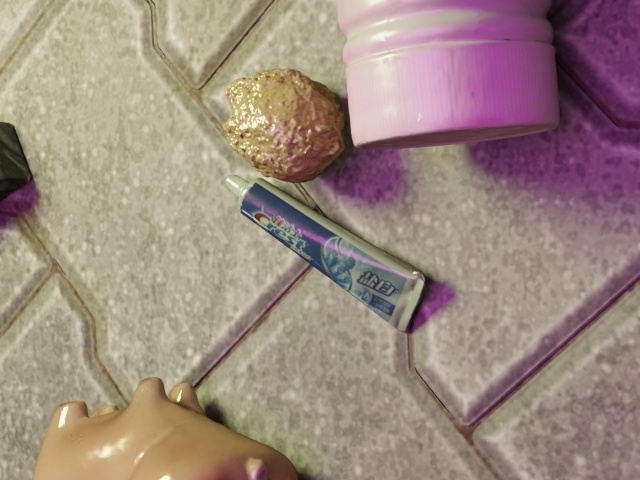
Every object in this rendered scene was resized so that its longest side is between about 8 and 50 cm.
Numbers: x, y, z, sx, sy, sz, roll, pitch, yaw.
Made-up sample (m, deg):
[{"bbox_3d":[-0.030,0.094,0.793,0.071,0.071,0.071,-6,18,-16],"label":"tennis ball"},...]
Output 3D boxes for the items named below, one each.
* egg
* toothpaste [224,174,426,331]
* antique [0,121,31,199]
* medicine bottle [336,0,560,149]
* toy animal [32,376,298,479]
[{"bbox_3d":[-0.037,-0.124,1.217,0.140,0.118,0.116,50,131,28],"label":"egg"},{"bbox_3d":[-0.001,0.001,1.245,0.268,0.047,0.069,33,95,21],"label":"toothpaste"},{"bbox_3d":[-0.479,-0.078,1.490,0.183,0.088,0.086,-28,77,28],"label":"antique"},{"bbox_3d":[0.113,-0.251,1.075,0.202,0.202,0.315,-4,90,30],"label":"medicine bottle"},{"bbox_3d":[-0.181,0.289,1.272,0.326,0.237,0.269,-18,74,34],"label":"toy animal"}]
